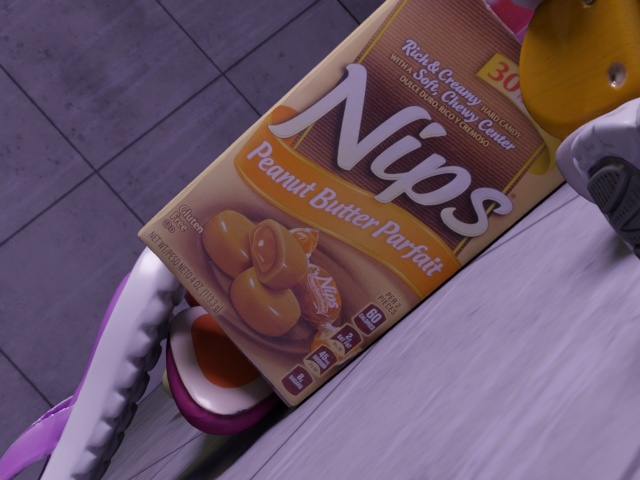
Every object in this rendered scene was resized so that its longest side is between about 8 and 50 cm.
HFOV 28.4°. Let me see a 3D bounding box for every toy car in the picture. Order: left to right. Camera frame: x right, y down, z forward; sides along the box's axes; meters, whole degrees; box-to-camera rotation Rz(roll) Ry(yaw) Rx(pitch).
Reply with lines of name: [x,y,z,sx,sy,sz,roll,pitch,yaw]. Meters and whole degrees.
toy car: [0.182,-0.107,0.596,0.136,0.159,0.182,-1,-22,-30]

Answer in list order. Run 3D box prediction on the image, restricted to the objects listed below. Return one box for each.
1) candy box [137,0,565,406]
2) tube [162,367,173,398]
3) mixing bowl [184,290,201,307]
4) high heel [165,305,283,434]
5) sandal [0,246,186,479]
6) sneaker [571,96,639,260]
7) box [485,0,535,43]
candy box: [0.038,-0.045,0.963,0.316,0.183,0.087,-41,3,16]
tube: [-0.151,0.174,1.679,0.240,0.062,0.070,155,123,-66]
mixing bowl: [-0.058,0.050,1.395,0.181,0.181,0.098,-42,32,7]
high heel: [-0.083,0.139,1.163,0.377,0.127,0.181,-69,-5,-73]
sandal: [-0.233,0.175,1.069,0.416,0.102,0.169,-64,-2,-12]
sneaker: [0.154,-0.050,0.363,0.115,0.090,0.232,-39,3,-7]
box: [0.259,-0.211,0.784,0.142,0.154,0.300,-44,5,-40]
